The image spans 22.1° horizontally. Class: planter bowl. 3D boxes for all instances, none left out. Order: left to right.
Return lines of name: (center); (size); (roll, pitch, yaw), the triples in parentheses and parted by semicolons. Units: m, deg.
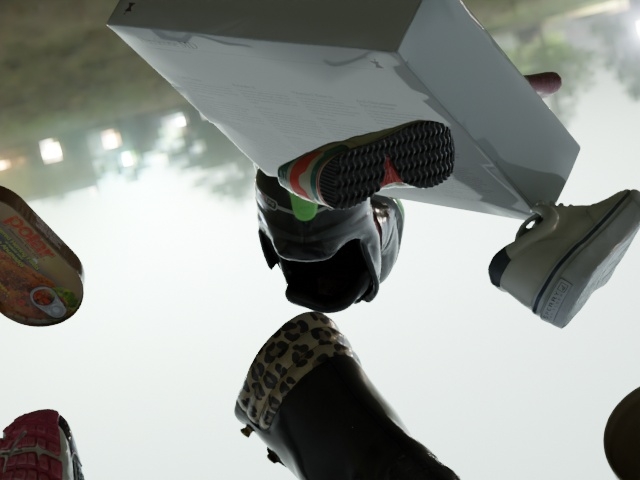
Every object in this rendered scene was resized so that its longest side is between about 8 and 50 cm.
planter bowl: (0.395, 0.241, 1.776); (0.162, 0.109, 0.162); (-11, -134, 12)

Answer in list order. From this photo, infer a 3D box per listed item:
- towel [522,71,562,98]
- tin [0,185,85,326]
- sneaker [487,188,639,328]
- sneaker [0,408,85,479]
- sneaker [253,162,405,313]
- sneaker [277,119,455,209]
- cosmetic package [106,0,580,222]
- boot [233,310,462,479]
towel: (0.107, -0.171, 2.049); (0.329, 0.037, 0.237); (-9, -177, -38)
tin: (-0.329, 0.015, 1.751); (0.106, 0.190, 0.040); (-26, -148, 23)
sneaker: (0.228, -0.005, 1.479); (0.091, 0.094, 0.258); (33, -154, 14)
sneaker: (-0.274, 0.313, 1.745); (0.121, 0.299, 0.112); (11, -154, 35)
sneaker: (0.000, 0.000, 2.078); (0.185, 0.202, 0.483); (1, 167, 13)
sneaker: (0.036, -0.064, 1.302); (0.161, 0.057, 0.075); (-19, -159, -42)
cosmetic package: (0.020, -0.148, 1.563); (0.377, 0.097, 0.284); (12, 160, 42)
boot: (0.031, 0.268, 1.654); (0.138, 0.284, 0.377); (-26, 151, -22)
